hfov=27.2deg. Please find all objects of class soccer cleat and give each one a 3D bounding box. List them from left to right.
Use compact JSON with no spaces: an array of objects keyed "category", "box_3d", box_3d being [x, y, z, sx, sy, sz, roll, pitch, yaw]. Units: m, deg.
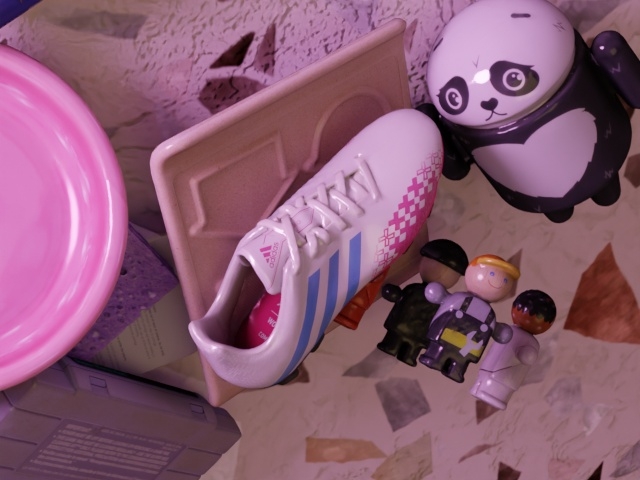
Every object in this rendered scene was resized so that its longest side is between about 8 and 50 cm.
[{"category":"soccer cleat","box_3d":[0.000,0.000,1.283,0.331,0.116,0.143,-55,146,-3]}]

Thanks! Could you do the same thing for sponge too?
[{"category":"sponge","box_3d":[-0.255,0.069,1.327,0.210,0.031,0.117,-40,128,1]}]

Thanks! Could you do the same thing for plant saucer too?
[{"category":"plant saucer","box_3d":[-0.346,-0.020,1.203,0.332,0.084,0.332,2,84,-21]}]

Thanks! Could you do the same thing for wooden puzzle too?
[{"category":"wooden puzzle","box_3d":[-0.029,-0.034,1.391,0.322,0.080,0.348,-32,134,-29]}]

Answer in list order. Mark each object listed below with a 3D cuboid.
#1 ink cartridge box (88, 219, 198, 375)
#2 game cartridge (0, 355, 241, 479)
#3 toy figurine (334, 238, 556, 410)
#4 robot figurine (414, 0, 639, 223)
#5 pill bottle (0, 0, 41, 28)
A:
[{"category":"ink cartridge box","box_3d":[-0.269,0.088,1.390,0.332,0.065,0.165,-20,124,-13]},{"category":"game cartridge","box_3d":[-0.261,0.235,1.412,0.230,0.068,0.355,-49,146,9]},{"category":"toy figurine","box_3d":[0.134,0.066,1.397,0.213,0.209,0.148,35,81,-52]},{"category":"robot figurine","box_3d":[0.231,-0.139,1.432,0.209,0.173,0.278,-46,128,-5]},{"category":"pill bottle","box_3d":[-0.252,-0.276,1.146,0.219,0.123,0.123,-36,127,-6]}]
